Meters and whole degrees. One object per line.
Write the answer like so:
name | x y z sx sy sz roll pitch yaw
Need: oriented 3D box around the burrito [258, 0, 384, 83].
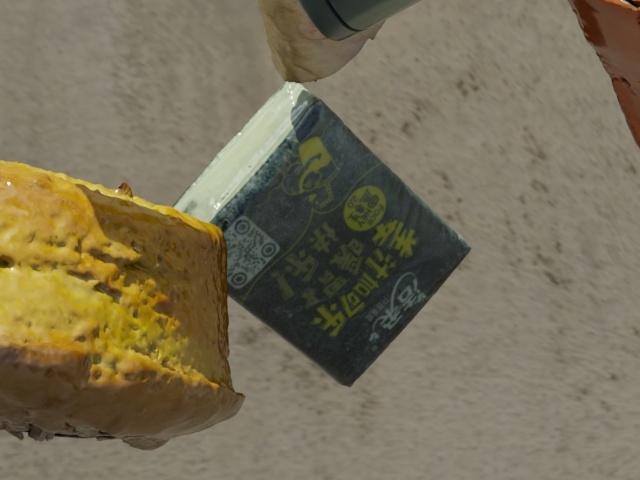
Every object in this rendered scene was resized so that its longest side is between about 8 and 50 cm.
burrito | -0.004 -0.255 1.207 0.143 0.299 0.105 -40 61 -13

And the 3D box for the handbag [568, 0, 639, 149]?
handbag | 0.346 -0.045 0.928 0.410 0.303 0.116 37 89 32

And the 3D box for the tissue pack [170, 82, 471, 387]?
tissue pack | 0.000 0.000 1.433 0.185 0.257 0.081 -48 39 1

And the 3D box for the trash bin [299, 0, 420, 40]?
trash bin | 0.032 -0.191 0.909 0.130 0.059 0.116 -21 103 51

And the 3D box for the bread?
bread | -0.240 0.050 1.182 0.337 0.358 0.204 -13 70 54
